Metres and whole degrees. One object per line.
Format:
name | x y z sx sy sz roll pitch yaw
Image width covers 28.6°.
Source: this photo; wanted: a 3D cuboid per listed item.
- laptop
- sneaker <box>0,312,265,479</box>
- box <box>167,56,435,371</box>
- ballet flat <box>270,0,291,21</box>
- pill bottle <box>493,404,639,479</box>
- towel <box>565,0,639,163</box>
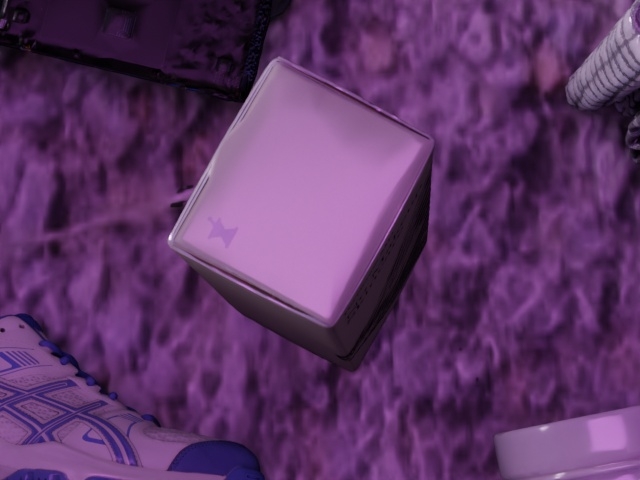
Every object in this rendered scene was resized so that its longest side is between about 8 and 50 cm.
laptop | -0.153 -0.221 0.871 0.264 0.136 0.234 13 82 -3
sneaker | -0.178 0.108 0.809 0.296 0.112 0.131 9 63 -2
box | 0.000 0.000 0.723 0.094 0.275 0.113 28 84 8
ballet flat | -0.014 -0.247 0.872 0.074 0.074 0.203 23 83 9
pill bottle | 0.194 0.257 0.709 0.182 0.181 0.323 -12 80 3
towel | 0.294 -0.159 0.746 0.284 0.235 0.121 -44 85 -2
